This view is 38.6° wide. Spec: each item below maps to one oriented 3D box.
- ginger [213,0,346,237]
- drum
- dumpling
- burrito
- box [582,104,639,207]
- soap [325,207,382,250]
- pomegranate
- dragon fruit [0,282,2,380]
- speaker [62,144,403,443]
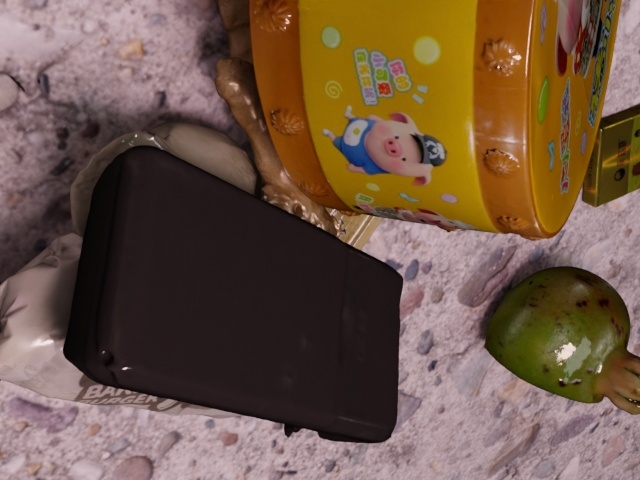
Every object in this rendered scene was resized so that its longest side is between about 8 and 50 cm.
[{"bbox_3d":[-0.045,-0.158,0.864,0.148,0.081,0.334,-3,85,-67],"label":"ginger"},{"bbox_3d":[0.128,-0.212,0.792,0.431,0.214,0.431,9,90,-66],"label":"drum"},{"bbox_3d":[-0.142,-0.039,0.875,0.166,0.216,0.126,-35,95,19],"label":"dumpling"},{"bbox_3d":[-0.149,0.104,0.906,0.445,0.101,0.139,28,61,-57],"label":"burrito"},{"bbox_3d":[0.454,-0.133,1.299,0.193,0.030,0.121,-22,123,-25],"label":"box"},{"bbox_3d":[0.000,0.000,1.047,0.092,0.037,0.252,34,92,-40],"label":"soap"},{"bbox_3d":[0.340,0.125,1.212,0.189,0.241,0.159,19,103,-22],"label":"pomegranate"},{"bbox_3d":[-0.259,0.076,0.872,0.190,0.094,0.094,-14,120,-36],"label":"dragon fruit"},{"bbox_3d":[-0.078,0.078,0.816,0.388,0.184,0.180,27,60,-46],"label":"speaker"}]
